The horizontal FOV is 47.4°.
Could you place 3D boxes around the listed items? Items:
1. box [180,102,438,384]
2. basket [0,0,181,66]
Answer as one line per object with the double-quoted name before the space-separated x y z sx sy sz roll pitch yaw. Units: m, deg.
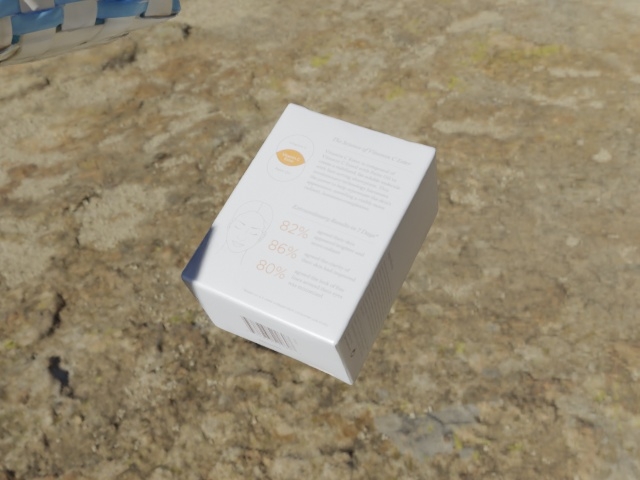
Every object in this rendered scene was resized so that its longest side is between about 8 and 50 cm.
"box" 0.000 0.000 0.562 0.130 0.091 0.171 21 67 21
"basket" -0.226 -0.253 0.443 0.201 0.289 0.254 5 23 35
